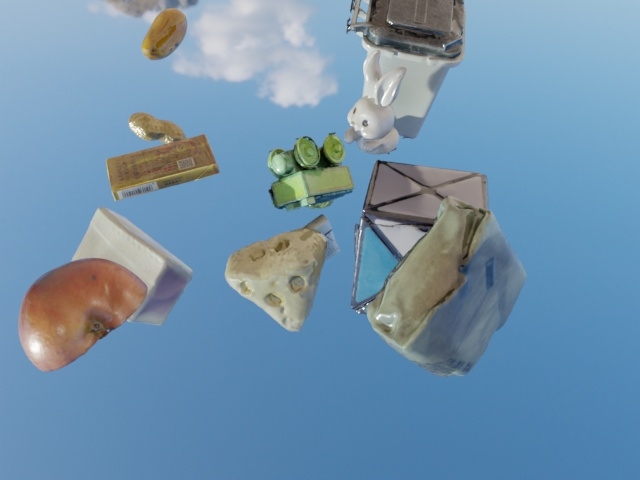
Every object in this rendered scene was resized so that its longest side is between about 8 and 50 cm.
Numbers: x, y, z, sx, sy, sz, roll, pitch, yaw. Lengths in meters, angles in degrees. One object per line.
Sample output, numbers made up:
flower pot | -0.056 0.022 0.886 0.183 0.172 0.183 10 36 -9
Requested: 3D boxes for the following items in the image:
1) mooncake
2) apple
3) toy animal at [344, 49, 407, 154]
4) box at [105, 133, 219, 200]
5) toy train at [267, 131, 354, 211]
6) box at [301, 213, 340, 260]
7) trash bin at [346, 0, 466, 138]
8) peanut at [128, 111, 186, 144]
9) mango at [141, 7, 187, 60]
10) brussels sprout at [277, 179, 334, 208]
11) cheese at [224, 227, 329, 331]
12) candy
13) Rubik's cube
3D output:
mooncake | 0.201 0.084 0.987 0.136 0.254 0.250 27 -102 43
apple | -0.558 0.137 1.395 0.293 0.163 0.251 -45 -155 -25
toy animal | 0.111 -0.286 1.342 0.130 0.221 0.104 -29 -127 -15
box | -0.236 -0.110 0.924 0.156 0.022 0.089 -18 -133 -13
toy train | -0.028 -0.193 1.766 0.159 0.188 0.271 -16 178 41
box | 0.000 0.000 1.820 0.084 0.154 0.040 -33 -129 -9
trash bin | 0.201 -0.471 1.649 0.295 0.368 0.256 10 -123 -1
peanut | -0.526 -0.355 2.011 0.192 0.089 0.089 13 -152 -22
mango | -0.455 -0.596 1.811 0.090 0.115 0.178 26 -104 4
brussels sprout | -0.046 -0.192 2.063 0.223 0.161 0.223 19 -177 -1
cheese | -0.095 0.069 1.559 0.251 0.248 0.174 31 -157 -10
candy | -0.549 0.073 1.785 0.358 0.208 0.145 30 -178 32
Rubik's cube | 0.248 0.009 1.535 0.306 0.305 0.310 9 -148 8
